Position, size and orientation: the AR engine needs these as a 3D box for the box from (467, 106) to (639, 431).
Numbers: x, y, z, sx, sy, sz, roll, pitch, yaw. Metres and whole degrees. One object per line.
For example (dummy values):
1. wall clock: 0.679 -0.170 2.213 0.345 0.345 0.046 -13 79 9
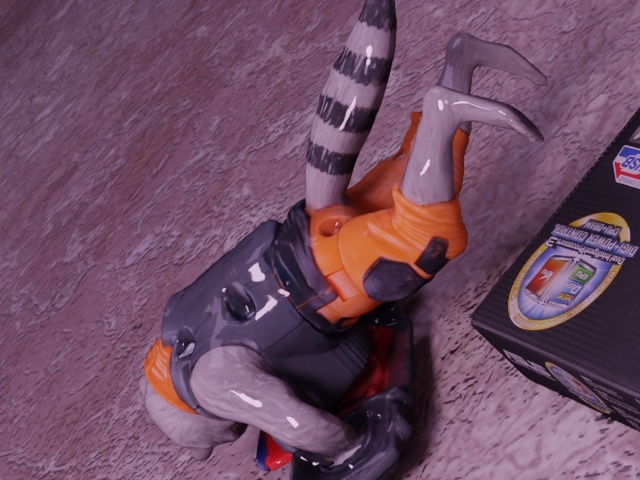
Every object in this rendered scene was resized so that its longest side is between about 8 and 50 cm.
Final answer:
1. box: 0.217 0.002 0.803 0.216 0.060 0.270 -49 23 -7

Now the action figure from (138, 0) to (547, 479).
1. action figure: 0.000 0.000 1.016 0.330 0.178 0.341 -49 17 17
